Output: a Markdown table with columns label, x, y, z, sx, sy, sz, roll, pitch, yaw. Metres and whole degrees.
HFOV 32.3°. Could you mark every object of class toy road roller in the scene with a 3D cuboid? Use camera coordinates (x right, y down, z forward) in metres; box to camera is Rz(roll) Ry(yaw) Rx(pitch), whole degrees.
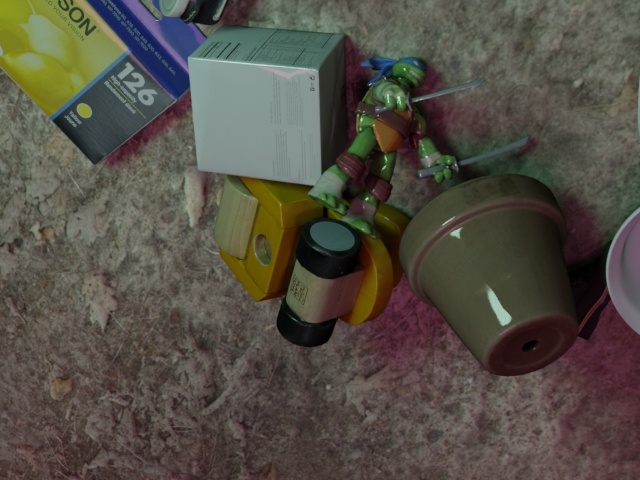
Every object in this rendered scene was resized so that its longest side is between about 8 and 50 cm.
| label | x | y | z | sx | sy | sz | roll | pitch | yaw |
| --- | --- | --- | --- | --- | --- | --- | --- | --- | --- |
| toy road roller | 0.000 | 0.000 | 1.808 | 0.329 | 0.240 | 0.202 | 46 | 135 | 34 |

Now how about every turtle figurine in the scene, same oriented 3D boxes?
| label | x | y | z | sx | sy | sz | roll | pitch | yaw |
| --- | --- | --- | --- | --- | --- | --- | --- | --- | --- |
| turtle figurine | 0.125 | -0.132 | 1.604 | 0.274 | 0.198 | 0.266 | 31 | 87 | 11 |

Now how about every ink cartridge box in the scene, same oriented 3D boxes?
| label | x | y | z | sx | sy | sz | roll | pitch | yaw |
| --- | --- | --- | --- | --- | --- | --- | --- | --- | --- |
| ink cartridge box | -0.365 | -0.312 | 1.782 | 0.307 | 0.072 | 0.303 | -32 | 107 | 35 |

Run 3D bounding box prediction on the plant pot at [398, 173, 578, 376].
| label | x | y | z | sx | sy | sz | roll | pitch | yaw |
| --- | --- | --- | --- | --- | --- | --- | --- | --- | --- |
| plant pot | 0.272 | 0.067 | 1.643 | 0.263 | 0.229 | 0.263 | -12 | 140 | -10 |

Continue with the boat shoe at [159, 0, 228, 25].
| label | x | y | z | sx | sy | sz | roll | pitch | yaw |
| --- | --- | --- | --- | --- | --- | --- | --- | --- | --- |
| boat shoe | -0.142 | -0.455 | 1.598 | 0.091 | 0.114 | 0.302 | 9 | 124 | -34 |

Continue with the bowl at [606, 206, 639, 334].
| label | x | y | z | sx | sy | sz | roll | pitch | yaw |
| --- | --- | --- | --- | --- | --- | --- | --- | --- | --- |
| bowl | 0.576 | 0.018 | 1.626 | 0.298 | 0.134 | 0.298 | 9 | 124 | 14 |

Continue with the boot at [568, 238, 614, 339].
| label | x | y | z | sx | sy | sz | roll | pitch | yaw |
| --- | --- | --- | --- | --- | --- | --- | --- | --- | --- |
| boot | 0.396 | 0.061 | 1.758 | 0.137 | 0.077 | 0.198 | 23 | 125 | 10 |

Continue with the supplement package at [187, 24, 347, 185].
| label | x | y | z | sx | sy | sz | roll | pitch | yaw |
| --- | --- | --- | --- | --- | --- | --- | --- | --- | --- |
| supplement package | -0.075 | -0.210 | 1.694 | 0.203 | 0.149 | 0.194 | 8 | 123 | 15 |

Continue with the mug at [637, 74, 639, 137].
| label | x | y | z | sx | sy | sz | roll | pitch | yaw |
| --- | --- | --- | --- | --- | --- | --- | --- | --- | --- |
| mug | 0.585 | -0.292 | 1.366 | 0.328 | 0.276 | 0.374 | 6 | 93 | 9 |
